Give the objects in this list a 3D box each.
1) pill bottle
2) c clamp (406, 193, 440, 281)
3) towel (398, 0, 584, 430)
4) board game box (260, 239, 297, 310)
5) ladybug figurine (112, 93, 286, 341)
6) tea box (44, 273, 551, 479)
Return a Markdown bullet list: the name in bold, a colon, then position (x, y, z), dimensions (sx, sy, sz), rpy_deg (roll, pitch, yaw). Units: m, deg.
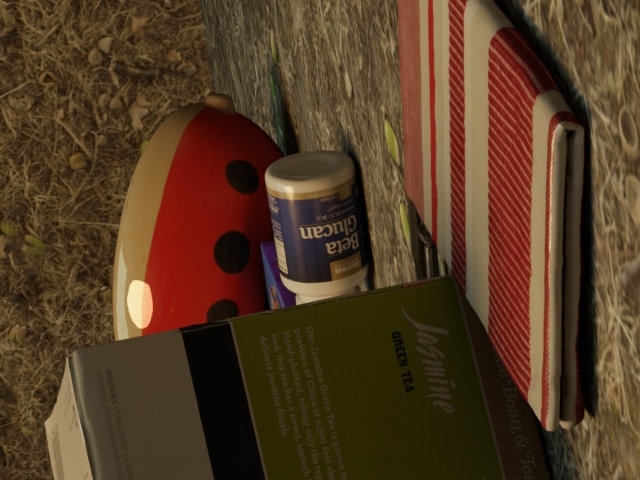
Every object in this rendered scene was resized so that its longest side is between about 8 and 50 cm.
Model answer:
- **pill bottle**: position (0.000, 0.000, 1.976), dimensions (0.094, 0.094, 0.169), rpy_deg (-118, 18, -66)
- **c clamp**: position (0.093, 0.021, 1.604), dimensions (0.137, 0.022, 0.160), rpy_deg (-103, 4, -55)
- **towel**: position (0.112, -0.057, 1.269), dimensions (0.329, 0.037, 0.237), rpy_deg (-115, 17, -55)
- **board game box**: position (0.007, 0.198, 2.295), dimensions (0.233, 0.078, 0.347), rpy_deg (-113, 13, -57)
- **ladybug figurine**: position (-0.122, 0.041, 2.415), dimensions (0.305, 0.162, 0.449), rpy_deg (-13, -74, -54)
- **tea box**: position (-0.028, 0.183, 1.469), dimensions (0.329, 0.324, 0.220), rpy_deg (132, 127, -72)
